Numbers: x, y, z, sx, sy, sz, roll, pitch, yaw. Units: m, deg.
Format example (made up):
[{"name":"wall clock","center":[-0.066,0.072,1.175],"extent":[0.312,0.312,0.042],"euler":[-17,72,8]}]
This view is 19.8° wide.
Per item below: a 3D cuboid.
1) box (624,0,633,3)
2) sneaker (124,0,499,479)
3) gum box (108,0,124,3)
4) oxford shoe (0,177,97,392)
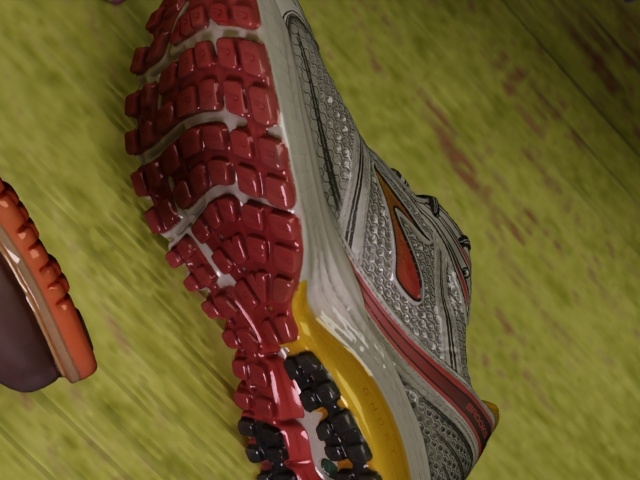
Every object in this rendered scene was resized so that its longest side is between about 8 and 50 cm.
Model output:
[{"name":"box","center":[0.143,-0.278,0.656],"extent":[0.242,0.076,0.307],"euler":[48,71,-14]},{"name":"sneaker","center":[0.000,0.000,0.670],"extent":[0.093,0.088,0.225],"euler":[-32,112,-37]},{"name":"gum box","center":[-0.029,-0.176,0.672],"extent":[0.062,0.107,0.188],"euler":[42,63,-16]},{"name":"oxford shoe","center":[-0.181,-0.041,0.582],"extent":[0.098,0.097,0.271],"euler":[-43,98,-9]}]
